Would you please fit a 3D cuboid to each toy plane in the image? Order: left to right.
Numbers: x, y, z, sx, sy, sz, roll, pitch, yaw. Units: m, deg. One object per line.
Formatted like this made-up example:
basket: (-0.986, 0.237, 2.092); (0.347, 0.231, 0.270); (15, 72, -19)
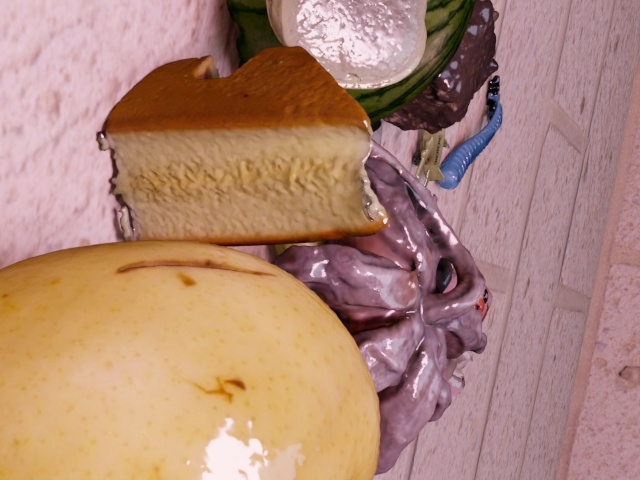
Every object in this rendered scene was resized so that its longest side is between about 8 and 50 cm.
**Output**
toy plane: (0.144, -0.120, 1.442); (0.102, 0.040, 0.111); (-52, 144, -49)

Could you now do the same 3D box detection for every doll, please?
doll: (0.184, 0.118, 1.571); (0.149, 0.095, 0.192); (79, 29, -53)

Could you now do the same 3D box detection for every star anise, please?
star anise: (0.059, 0.057, 1.017); (0.359, 0.139, 0.316); (19, 69, -48)

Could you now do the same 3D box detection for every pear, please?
pear: (-0.118, 0.142, 0.670); (0.309, 0.309, 0.309); (11, 90, -66)

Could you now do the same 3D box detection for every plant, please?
plant: (0.133, -0.223, 1.254); (0.129, 0.132, 0.195); (77, 31, -55)

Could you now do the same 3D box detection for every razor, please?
razor: (0.228, -0.150, 1.620); (0.253, 0.042, 0.082); (-51, 145, -46)

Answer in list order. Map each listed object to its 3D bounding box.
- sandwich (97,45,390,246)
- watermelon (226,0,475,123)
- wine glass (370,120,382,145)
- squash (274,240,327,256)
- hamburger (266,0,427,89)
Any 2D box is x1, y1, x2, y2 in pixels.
sandwich: (-0.039, -0.064, 0.817); (0.128, 0.235, 0.122); (-53, 134, -42)
watermelon: (0.054, -0.248, 1.020); (0.330, 0.189, 0.331); (-20, 112, -61)
wine glass: (0.029, -0.058, 1.181); (0.073, 0.073, 0.155); (-48, 146, -49)
squash: (0.000, 0.000, 1.102); (0.094, 0.094, 0.224); (-60, 136, -36)
hamburger: (0.023, -0.187, 0.865); (0.133, 0.062, 0.140); (6, 92, -24)
